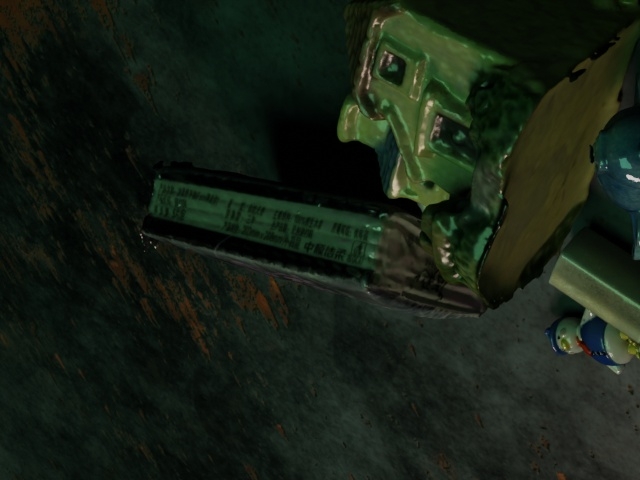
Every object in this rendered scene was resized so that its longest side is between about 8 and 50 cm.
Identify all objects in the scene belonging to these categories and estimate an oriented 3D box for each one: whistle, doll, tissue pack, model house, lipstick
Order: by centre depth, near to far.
[{"bbox_3d":[0.302,-0.072,1.352,0.093,0.269,0.180,0,88,12],"label":"whistle"},{"bbox_3d":[0.133,-0.124,1.432,0.266,0.261,0.321,33,137,23],"label":"model house"},{"bbox_3d":[0.367,0.084,1.540,0.253,0.077,0.079,33,143,18],"label":"lipstick"},{"bbox_3d":[0.312,0.110,1.648,0.143,0.057,0.099,4,128,51],"label":"doll"},{"bbox_3d":[0.000,0.000,1.702,0.361,0.259,0.122,12,89,39],"label":"tissue pack"}]
